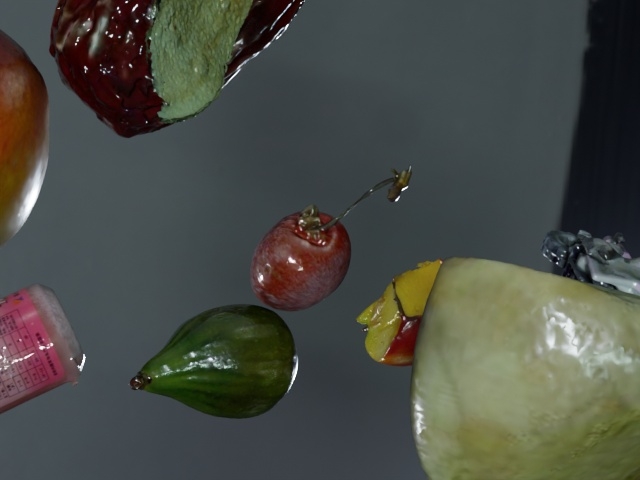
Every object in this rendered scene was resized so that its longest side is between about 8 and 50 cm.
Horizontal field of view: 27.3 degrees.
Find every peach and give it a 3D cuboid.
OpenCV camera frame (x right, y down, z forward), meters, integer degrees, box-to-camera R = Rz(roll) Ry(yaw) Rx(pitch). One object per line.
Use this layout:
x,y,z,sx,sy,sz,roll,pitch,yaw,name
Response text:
-0.451,-0.126,1.532,0.307,0.332,0.308,8,142,6,peach
0.122,0.097,1.687,0.118,0.151,0.151,20,169,-17,peach

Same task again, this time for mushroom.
0.223,0.146,1.090,0.212,0.218,0.292,9,177,35,mushroom

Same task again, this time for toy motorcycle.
0.394,0.073,1.713,0.188,0.143,0.327,18,-161,-7,toy motorcycle

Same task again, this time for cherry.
0.000,0.000,1.284,0.107,0.090,0.225,-20,163,-40,cherry

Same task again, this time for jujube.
-0.170,-0.309,1.626,0.258,0.376,0.258,47,-179,-1,jujube

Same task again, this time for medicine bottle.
-0.444,0.163,1.732,0.247,0.147,0.147,-25,180,-14,medicine bottle

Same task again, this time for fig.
-0.110,0.117,1.276,0.177,0.117,0.117,1,177,-32,fig

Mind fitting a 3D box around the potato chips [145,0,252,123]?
-0.114,-0.205,1.222,0.026,0.209,0.142,3,172,31,potato chips
